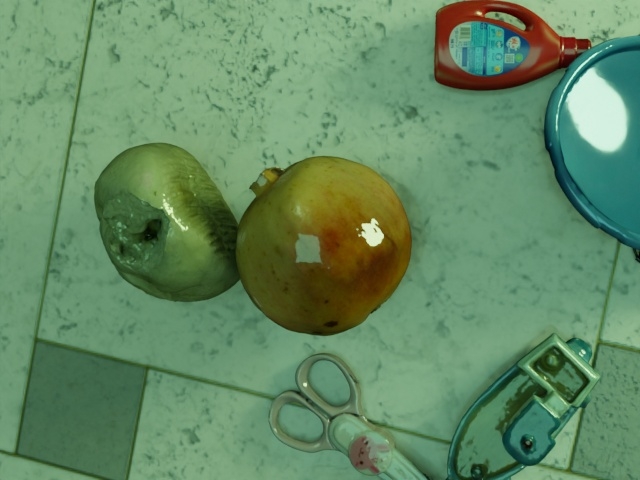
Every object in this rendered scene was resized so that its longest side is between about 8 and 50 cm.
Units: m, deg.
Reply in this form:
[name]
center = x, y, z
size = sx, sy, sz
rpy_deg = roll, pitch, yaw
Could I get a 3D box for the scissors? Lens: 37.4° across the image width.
[scissors]
center = 0.055, 0.237, 1.070
size = 0.242, 0.030, 0.118
rpy_deg = 39, 100, 9

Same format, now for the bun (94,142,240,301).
[bun]
center = -0.173, -0.011, 1.021
size = 0.128, 0.193, 0.178
rpy_deg = -28, 83, 11

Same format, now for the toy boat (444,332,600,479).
[toy boat]
center = 0.208, 0.191, 1.003
size = 0.088, 0.102, 0.215
rpy_deg = 44, 100, 9

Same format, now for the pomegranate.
[pomegranate]
center = 0.001, 0.003, 0.999
size = 0.191, 0.191, 0.191
rpy_deg = 1, 93, 11

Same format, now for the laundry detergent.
[laundry detergent]
center = 0.205, -0.209, 1.013
size = 0.165, 0.049, 0.097
rpy_deg = 2, 89, 9

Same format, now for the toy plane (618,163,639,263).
[toy plane]
center = 0.355, -0.016, 0.990
size = 0.197, 0.053, 0.078
rpy_deg = 39, 87, 7

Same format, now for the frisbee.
[frisbee]
center = 0.343, -0.097, 0.965
size = 0.242, 0.045, 0.242
rpy_deg = 1, 71, -4
